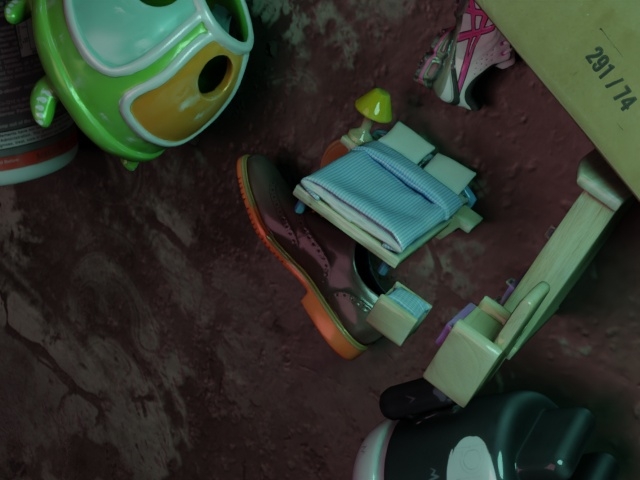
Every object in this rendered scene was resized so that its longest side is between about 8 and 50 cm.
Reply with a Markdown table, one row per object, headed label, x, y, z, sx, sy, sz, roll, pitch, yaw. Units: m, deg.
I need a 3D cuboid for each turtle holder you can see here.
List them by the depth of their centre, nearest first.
| label | x | y | z | sx | sy | sz | roll | pitch | yaw |
| --- | --- | --- | --- | --- | --- | --- | --- | --- | --- |
| turtle holder | -0.205 | -0.259 | 1.483 | 0.227 | 0.243 | 0.320 | -25 | 42 | 24 |

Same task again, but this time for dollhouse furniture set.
| label | x | y | z | sx | sy | sz | roll | pitch | yaw |
| --- | --- | --- | --- | --- | --- | --- | --- | --- | --- |
| dollhouse furniture set | 0.116 | -0.052 | 1.204 | 0.303 | 0.286 | 0.198 | 37 | 120 | 14 |

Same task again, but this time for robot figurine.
| label | x | y | z | sx | sy | sz | roll | pitch | yaw |
| --- | --- | --- | --- | --- | --- | --- | --- | --- | --- |
| robot figurine | 0.164 | 0.247 | 1.304 | 0.278 | 0.173 | 0.209 | -17 | 71 | 39 |

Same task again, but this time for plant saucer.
| label | x | y | z | sx | sy | sz | roll | pitch | yaw |
| --- | --- | --- | --- | --- | --- | --- | --- | --- | --- |
| plant saucer | 0.033 | -0.077 | 1.441 | 0.083 | 0.013 | 0.083 | 9 | 105 | 36 |

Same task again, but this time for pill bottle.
| label | x | y | z | sx | sy | sz | roll | pitch | yaw |
| --- | --- | --- | --- | --- | --- | --- | --- | --- | --- |
| pill bottle | -0.440 | -0.266 | 1.617 | 0.210 | 0.210 | 0.363 | 12 | 117 | 36 |

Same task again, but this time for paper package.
| label | x | y | z | sx | sy | sz | roll | pitch | yaw |
| --- | --- | --- | --- | --- | --- | --- | --- | --- | --- |
| paper package | 0.338 | -0.210 | 1.074 | 0.325 | 0.168 | 0.309 | 53 | 127 | 17 |

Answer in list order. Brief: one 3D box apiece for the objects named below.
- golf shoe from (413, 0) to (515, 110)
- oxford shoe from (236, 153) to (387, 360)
| label | x | y | z | sx | sy | sz | roll | pitch | yaw |
| --- | --- | --- | --- | --- | --- | --- | --- | --- | --- |
| golf shoe | 0.172 | -0.219 | 1.277 | 0.086 | 0.067 | 0.186 | 33 | 124 | 6 |
| oxford shoe | 0.000 | 0.000 | 1.448 | 0.098 | 0.097 | 0.271 | -36 | 80 | 17 |
